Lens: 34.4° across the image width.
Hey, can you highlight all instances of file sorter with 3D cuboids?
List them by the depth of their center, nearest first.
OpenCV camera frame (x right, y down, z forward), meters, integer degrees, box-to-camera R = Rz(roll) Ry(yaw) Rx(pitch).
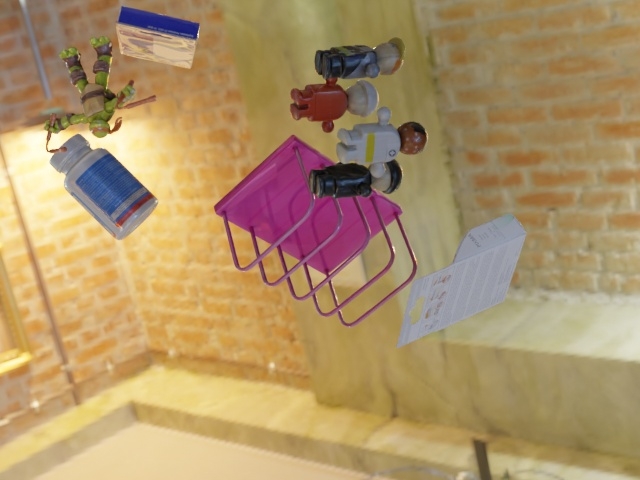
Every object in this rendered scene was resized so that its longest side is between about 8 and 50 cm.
[{"bbox_3d":[0.000,0.000,1.798,0.202,0.290,0.182,-40,-138,23],"label":"file sorter"}]

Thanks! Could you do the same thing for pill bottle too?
[{"bbox_3d":[-0.457,-0.117,2.169,0.124,0.221,0.124,-45,-178,2],"label":"pill bottle"}]

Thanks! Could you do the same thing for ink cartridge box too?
[{"bbox_3d":[0.215,0.066,1.667,0.224,0.181,0.056,-20,-127,-22],"label":"ink cartridge box"},{"bbox_3d":[-0.367,-0.462,2.340,0.175,0.069,0.371,11,-179,-9],"label":"ink cartridge box"}]

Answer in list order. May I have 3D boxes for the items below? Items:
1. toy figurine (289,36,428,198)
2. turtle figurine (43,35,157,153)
[{"bbox_3d":[0.062,-0.179,1.545,0.148,0.213,0.209,-7,161,-21],"label":"toy figurine"},{"bbox_3d":[-0.431,-0.287,2.029,0.269,0.217,0.087,-22,157,24],"label":"turtle figurine"}]
